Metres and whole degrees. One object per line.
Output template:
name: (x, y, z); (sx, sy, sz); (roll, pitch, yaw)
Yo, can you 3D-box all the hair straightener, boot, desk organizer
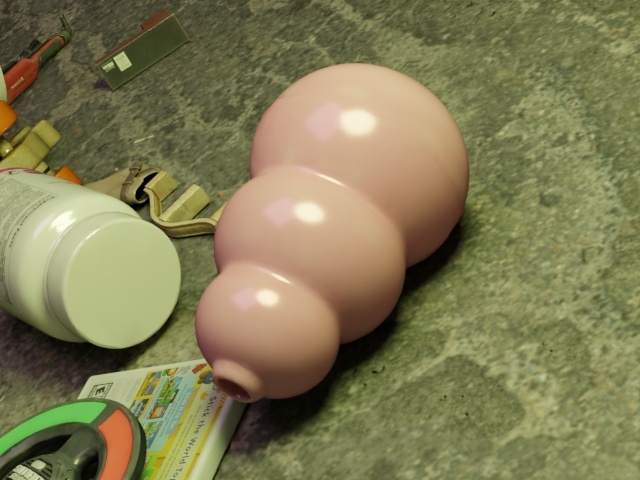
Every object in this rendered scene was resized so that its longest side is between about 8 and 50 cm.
hair straightener: (-0.463, -0.276, 2.298); (0.089, 0.047, 0.230); (-5, 40, 37)
boot: (-0.247, -0.052, 1.787); (0.087, 0.042, 0.118); (5, 47, 43)
desk organizer: (-0.255, -0.271, 2.104); (0.130, 0.047, 0.050); (-34, 28, -4)

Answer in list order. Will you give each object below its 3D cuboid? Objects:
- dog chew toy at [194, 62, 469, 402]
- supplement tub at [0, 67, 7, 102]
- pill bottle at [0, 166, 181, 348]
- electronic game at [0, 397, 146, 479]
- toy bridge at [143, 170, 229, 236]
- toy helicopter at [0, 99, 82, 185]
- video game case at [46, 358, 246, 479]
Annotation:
dog chew toy: (0.000, 0.000, 1.348); (0.206, 0.206, 0.332); (1, 52, 43)
supplement tub: (-0.592, -0.170, 1.884); (0.331, 0.241, 0.241); (-34, 28, -29)
pill bottle: (-0.276, 0.018, 1.594); (0.160, 0.160, 0.283); (-44, 33, -20)
electronic game: (-0.256, 0.228, 1.333); (0.229, 0.048, 0.229); (-23, 31, 15)
toy bridge: (-0.155, -0.034, 1.691); (0.063, 0.026, 0.188); (-44, 32, -14)
toy helicopter: (-0.419, -0.070, 1.890); (0.235, 0.140, 0.355); (-42, 12, 8)
video game case: (-0.175, 0.201, 1.374); (0.206, 0.026, 0.227); (-11, 36, 32)
